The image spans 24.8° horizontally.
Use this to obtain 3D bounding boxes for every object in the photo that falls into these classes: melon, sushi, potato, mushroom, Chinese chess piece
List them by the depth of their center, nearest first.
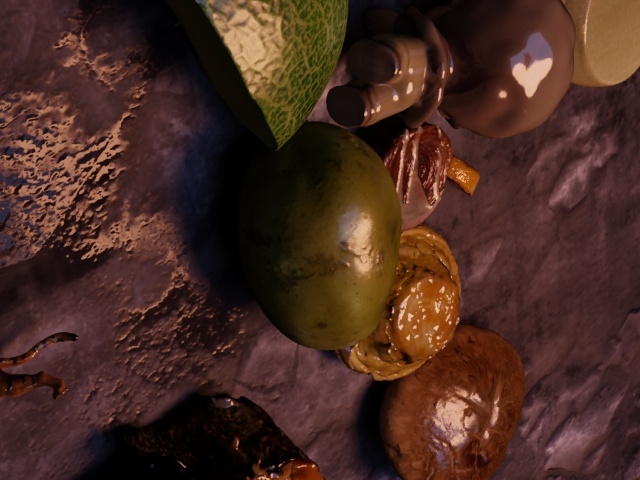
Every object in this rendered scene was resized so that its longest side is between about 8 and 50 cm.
[{"bbox_3d":[-0.067,-0.266,1.613,0.343,0.226,0.331,54,32,-45],"label":"melon"},{"bbox_3d":[-0.003,0.000,1.800,0.216,0.216,0.304,-22,137,-34],"label":"potato"},{"bbox_3d":[-0.166,0.347,1.858,0.348,0.207,0.234,-35,141,-21],"label":"sushi"},{"bbox_3d":[0.394,-0.340,2.040,0.250,0.101,0.250,-26,127,-41],"label":"Chinese chess piece"},{"bbox_3d":[0.207,0.261,2.204,0.278,0.146,0.278,-2,93,-40],"label":"mushroom"}]

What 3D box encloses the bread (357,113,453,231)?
[{"bbox_3d":[0.102,-0.091,1.950,0.160,0.073,0.160,-25,128,-36],"label":"bread"}]

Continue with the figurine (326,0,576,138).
[{"bbox_3d":[0.179,-0.231,1.839,0.381,0.203,0.248,-17,120,-38],"label":"figurine"}]

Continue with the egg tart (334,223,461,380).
[{"bbox_3d":[0.118,0.093,2.049,0.241,0.106,0.241,-15,116,-35],"label":"egg tart"}]

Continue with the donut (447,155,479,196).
[{"bbox_3d":[0.194,-0.097,2.069,0.083,0.067,0.038,35,95,-17],"label":"donut"}]

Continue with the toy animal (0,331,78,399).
[{"bbox_3d":[-0.385,0.176,1.637,0.255,0.114,0.116,-38,92,-28],"label":"toy animal"}]
